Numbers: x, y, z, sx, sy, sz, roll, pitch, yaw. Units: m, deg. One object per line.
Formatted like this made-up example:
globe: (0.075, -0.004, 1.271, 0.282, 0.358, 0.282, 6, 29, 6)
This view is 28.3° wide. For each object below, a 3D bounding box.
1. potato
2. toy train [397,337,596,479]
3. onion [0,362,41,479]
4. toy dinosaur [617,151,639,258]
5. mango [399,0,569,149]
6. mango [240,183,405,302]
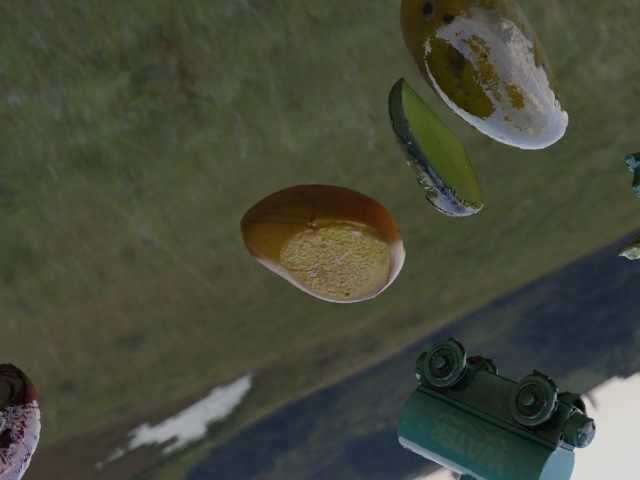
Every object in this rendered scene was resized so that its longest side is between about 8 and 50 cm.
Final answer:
potato: (0.139, -0.114, 1.657, 0.054, 0.198, 0.119, -30, -167, 33)
toy train: (0.196, 0.213, 1.462, 0.101, 0.248, 0.159, 24, 86, -47)
onion: (-0.454, 0.260, 1.543, 0.284, 0.120, 0.227, -1, -143, 41)
toy dinosaur: (0.356, -0.039, 1.242, 0.259, 0.153, 0.094, -9, 164, -40)
mango: (0.226, -0.235, 1.713, 0.176, 0.329, 0.176, 8, -127, 47)
mango: (0.002, 0.000, 1.593, 0.217, 0.141, 0.102, 11, -170, 15)
